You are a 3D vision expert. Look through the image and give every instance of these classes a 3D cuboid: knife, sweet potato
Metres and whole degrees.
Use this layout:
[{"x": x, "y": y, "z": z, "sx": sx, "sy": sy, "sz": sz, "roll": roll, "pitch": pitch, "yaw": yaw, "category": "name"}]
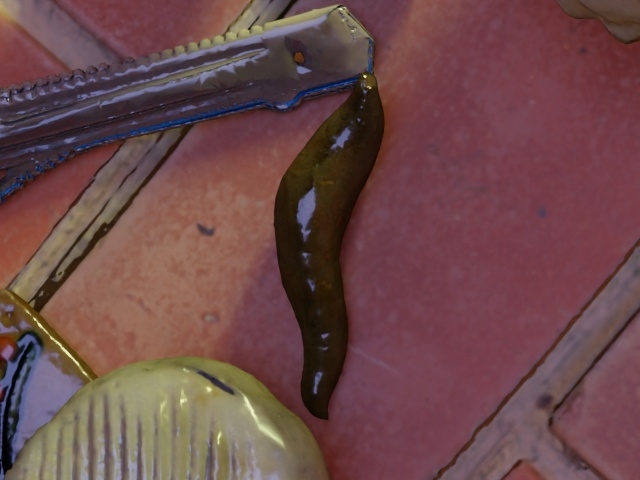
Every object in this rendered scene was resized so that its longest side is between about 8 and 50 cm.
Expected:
[{"x": -0.134, "y": -0.099, "z": 1.470, "sx": 0.365, "sy": 0.043, "sz": 0.089, "roll": -15, "pitch": 116, "yaw": 9, "category": "knife"}, {"x": -0.002, "y": 0.002, "z": 1.423, "sx": 0.069, "sy": 0.059, "sz": 0.249, "roll": 9, "pitch": 92, "yaw": 1, "category": "sweet potato"}]

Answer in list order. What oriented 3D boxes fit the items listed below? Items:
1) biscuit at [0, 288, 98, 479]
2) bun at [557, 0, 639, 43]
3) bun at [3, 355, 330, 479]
[{"x": -0.305, "y": 0.114, "z": 1.488, "sx": 0.301, "sy": 0.043, "sz": 0.278, "roll": -6, "pitch": 85, "yaw": 12, "category": "biscuit"}, {"x": 0.256, "y": -0.277, "z": 1.291, "sx": 0.349, "sy": 0.227, "sz": 0.352, "roll": -36, "pitch": 72, "yaw": -15, "category": "bun"}, {"x": -0.098, "y": 0.200, "z": 1.387, "sx": 0.239, "sy": 0.141, "sz": 0.239, "roll": -3, "pitch": 79, "yaw": 14, "category": "bun"}]
